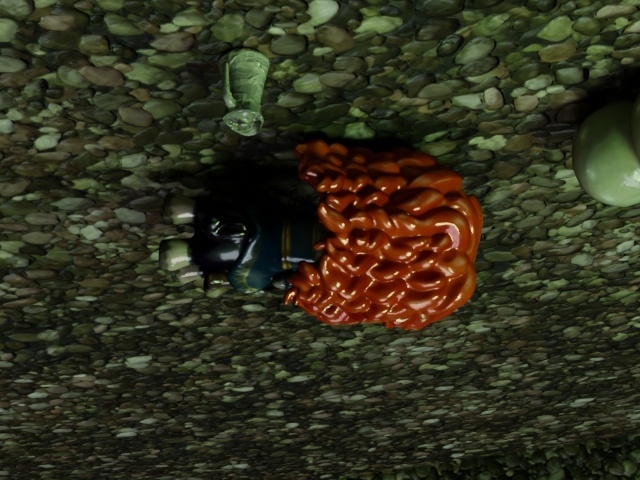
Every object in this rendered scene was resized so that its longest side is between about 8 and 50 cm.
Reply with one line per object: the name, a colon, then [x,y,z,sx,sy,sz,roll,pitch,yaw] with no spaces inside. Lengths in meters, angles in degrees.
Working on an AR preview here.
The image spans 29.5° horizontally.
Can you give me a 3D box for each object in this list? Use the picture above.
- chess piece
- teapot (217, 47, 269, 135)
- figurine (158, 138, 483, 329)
chess piece: [0.438,-0.137,1.401,0.182,0.182,0.330,14,156,-39]
teapot: [-0.084,-0.158,1.298,0.057,0.083,0.067,-14,158,29]
figurine: [-0.007,0.003,1.553,0.412,0.241,0.306,-8,150,30]
